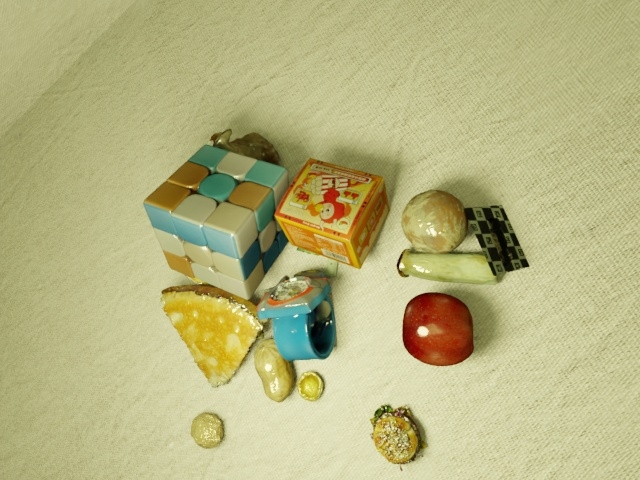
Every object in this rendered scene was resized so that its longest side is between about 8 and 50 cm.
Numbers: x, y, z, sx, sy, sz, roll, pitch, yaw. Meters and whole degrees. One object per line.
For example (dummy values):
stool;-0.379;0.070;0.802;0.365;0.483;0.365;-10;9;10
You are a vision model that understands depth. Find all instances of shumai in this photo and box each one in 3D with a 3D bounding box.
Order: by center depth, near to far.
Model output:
shumai;-0.315;-0.292;1.616;0.267;0.262;0.313;-21;76;20

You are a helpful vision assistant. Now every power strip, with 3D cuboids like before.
power strip;0.043;0.090;1.533;0.040;0.016;0.090;7;86;24

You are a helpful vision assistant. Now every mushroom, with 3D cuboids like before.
mushroom;0.399;0.083;1.346;0.312;0.081;0.099;4;85;22

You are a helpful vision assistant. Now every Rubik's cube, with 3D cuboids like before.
Rubik's cube;-0.323;-0.067;1.449;0.345;0.346;0.346;19;52;17

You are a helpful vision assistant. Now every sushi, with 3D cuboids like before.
sushi;0.517;0.003;1.279;0.050;0.192;0.215;-39;64;52

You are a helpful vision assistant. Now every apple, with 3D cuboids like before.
apple;0.350;0.264;1.264;0.202;0.218;0.218;-5;80;22

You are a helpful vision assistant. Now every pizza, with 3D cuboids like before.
pizza;-0.364;0.311;1.558;0.392;0.080;0.434;-27;97;27

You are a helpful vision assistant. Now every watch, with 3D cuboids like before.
watch;-0.051;0.255;1.451;0.242;0.305;0.274;-10;108;25

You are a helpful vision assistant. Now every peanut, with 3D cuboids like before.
peanut;-0.164;0.460;1.507;0.129;0.129;0.224;-29;73;17

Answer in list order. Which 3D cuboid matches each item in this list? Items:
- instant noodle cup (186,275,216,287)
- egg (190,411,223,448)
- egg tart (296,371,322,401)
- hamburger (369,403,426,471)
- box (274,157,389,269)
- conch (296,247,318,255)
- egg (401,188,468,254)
instant noodle cup;-0.420;0.088;1.668;0.168;0.168;0.185;28;86;24
egg;-0.425;0.715;1.588;0.140;0.116;0.118;40;127;24
egg tart;-0.033;0.512;1.489;0.105;0.039;0.105;-4;81;23
hamburger;0.233;0.614;1.330;0.164;0.093;0.189;-42;67;13
box;0.045;-0.095;1.414;0.284;0.213;0.259;19;68;24
conch;0.000;0.003;1.534;0.201;0.079;0.094;-24;69;7
egg;0.355;-0.056;1.304;0.204;0.245;0.203;-1;114;-3
